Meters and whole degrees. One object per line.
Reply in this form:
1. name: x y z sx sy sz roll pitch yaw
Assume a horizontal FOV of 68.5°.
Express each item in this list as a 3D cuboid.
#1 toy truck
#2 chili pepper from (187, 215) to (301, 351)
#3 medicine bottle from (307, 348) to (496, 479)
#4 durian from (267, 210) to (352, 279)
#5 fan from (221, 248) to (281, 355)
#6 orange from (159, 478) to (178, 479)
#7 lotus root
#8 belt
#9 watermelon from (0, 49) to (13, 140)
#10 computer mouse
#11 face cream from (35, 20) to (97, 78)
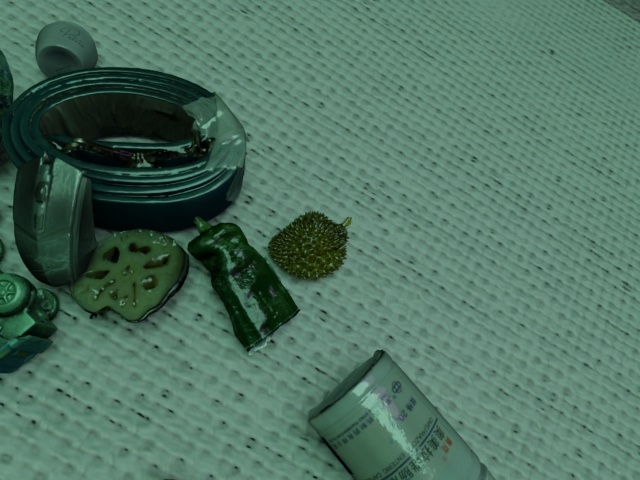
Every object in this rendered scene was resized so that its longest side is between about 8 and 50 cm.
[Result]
1. toy truck: -0.568 0.083 0.769 0.279 0.155 0.156 42 71 4
2. chili pepper: -0.163 0.065 0.912 0.136 0.099 0.270 -34 85 -19
3. medicine bottle: 0.151 0.379 0.825 0.190 0.190 0.332 -38 81 -27
4. durian: 0.000 0.000 1.002 0.208 0.102 0.146 -30 72 -29
5. fan: -0.138 0.113 0.959 0.131 0.009 0.239 -4 68 -18
6. orange: -0.242 0.442 0.726 0.136 0.117 0.135 -3 65 7
7. lotus root: -0.350 0.075 0.880 0.183 0.077 0.204 39 58 16
8. belt: -0.364 -0.180 0.930 0.437 0.173 0.299 5 68 -14
9. watermelon: -0.699 -0.232 0.832 0.226 0.148 0.318 20 85 22
10. computer mouse: -0.448 -0.030 0.778 0.126 0.071 0.230 7 104 2
11. face cream: -0.542 -0.399 1.003 0.117 0.117 0.104 3 48 -15
